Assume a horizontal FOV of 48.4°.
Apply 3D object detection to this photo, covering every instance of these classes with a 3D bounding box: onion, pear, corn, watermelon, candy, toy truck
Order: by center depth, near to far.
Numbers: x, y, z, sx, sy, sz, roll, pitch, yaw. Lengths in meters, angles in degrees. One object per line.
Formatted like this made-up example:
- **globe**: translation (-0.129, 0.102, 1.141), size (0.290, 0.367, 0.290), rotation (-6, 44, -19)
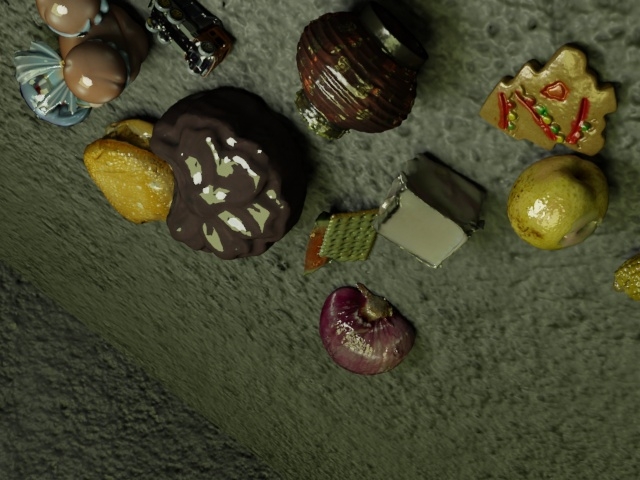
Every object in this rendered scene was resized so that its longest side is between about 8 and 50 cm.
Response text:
- **pear**: translation (0.425, -0.069, 1.262), size (0.178, 0.178, 0.178), rotation (21, 143, 17)
- **corn**: translation (0.648, 0.046, 1.284), size (0.097, 0.097, 0.262), rotation (43, 141, -13)
- **toy truck**: translation (-0.270, -0.432, 1.449), size (0.192, 0.092, 0.083), rotation (46, 143, -4)
- **candy**: translation (0.223, -0.062, 1.452), size (0.195, 0.137, 0.185), rotation (32, 145, 0)
- **watermelon**: translation (0.003, 0.005, 1.720), size (0.063, 0.119, 0.245), rotation (39, 149, 13)
- **onion**: translation (0.092, 0.291, 1.957), size (0.267, 0.159, 0.348), rotation (33, 144, 6)

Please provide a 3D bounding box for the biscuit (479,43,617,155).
- **biscuit**: translation (0.381, -0.228, 1.216), size (0.239, 0.041, 0.212), rotation (0, 134, 37)

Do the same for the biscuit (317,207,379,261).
- **biscuit**: translation (0.068, -0.006, 1.669), size (0.144, 0.016, 0.203), rotation (-7, 146, -19)

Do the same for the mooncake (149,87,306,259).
- **mooncake**: translation (-0.207, -0.137, 1.597), size (0.351, 0.212, 0.381), rotation (2, 122, 25)

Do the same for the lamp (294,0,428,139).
- **lamp**: translation (0.060, -0.287, 1.236), size (0.247, 0.247, 0.247), rotation (21, 143, 17)

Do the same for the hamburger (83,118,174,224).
- **hamburger**: translation (-0.445, -0.166, 1.829), size (0.290, 0.170, 0.314), rotation (6, 137, 38)

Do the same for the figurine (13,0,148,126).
- **figurine**: translation (-0.538, -0.406, 1.577), size (0.388, 0.248, 0.276), rotation (-16, 98, 44)
